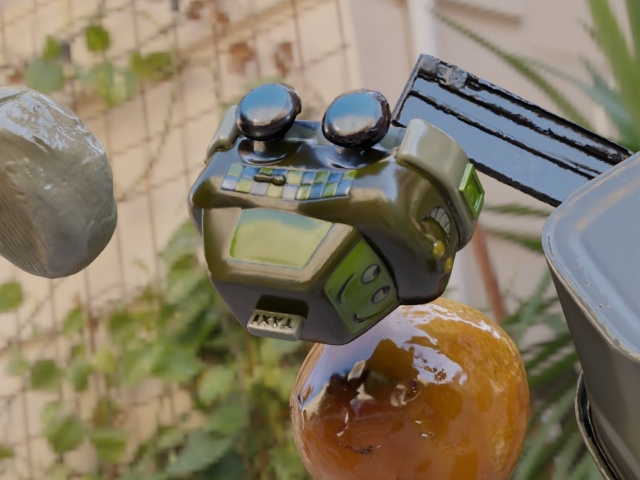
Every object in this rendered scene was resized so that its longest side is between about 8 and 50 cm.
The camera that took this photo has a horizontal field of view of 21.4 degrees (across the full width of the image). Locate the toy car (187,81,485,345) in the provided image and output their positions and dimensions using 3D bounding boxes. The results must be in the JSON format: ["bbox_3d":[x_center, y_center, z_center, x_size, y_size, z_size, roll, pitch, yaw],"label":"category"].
[{"bbox_3d":[0.000,0.000,1.451,0.248,0.198,0.204,6,-32,26],"label":"toy car"}]

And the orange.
[{"bbox_3d":[0.089,0.174,1.709,0.246,0.246,0.246,-7,-15,-2],"label":"orange"}]

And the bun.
[{"bbox_3d":[-0.246,-0.059,1.462,0.166,0.113,0.173,19,-39,35],"label":"bun"}]

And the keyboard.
[{"bbox_3d":[0.188,-0.085,1.554,0.250,0.087,0.017,25,-15,-2],"label":"keyboard"}]

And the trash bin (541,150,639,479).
[{"bbox_3d":[0.275,0.074,1.151,0.220,0.219,0.250,-32,-44,-2],"label":"trash bin"}]
